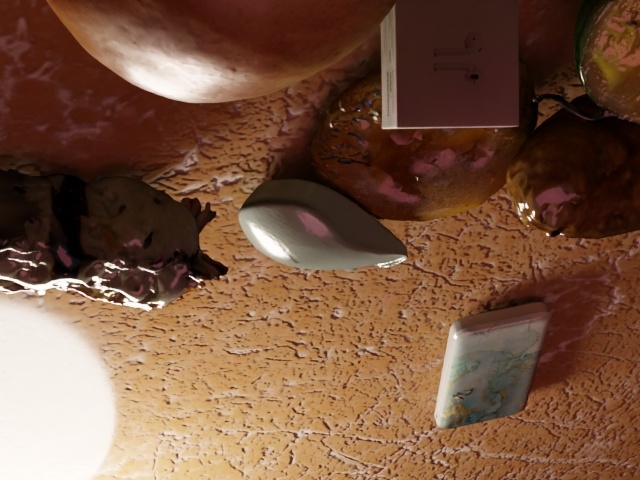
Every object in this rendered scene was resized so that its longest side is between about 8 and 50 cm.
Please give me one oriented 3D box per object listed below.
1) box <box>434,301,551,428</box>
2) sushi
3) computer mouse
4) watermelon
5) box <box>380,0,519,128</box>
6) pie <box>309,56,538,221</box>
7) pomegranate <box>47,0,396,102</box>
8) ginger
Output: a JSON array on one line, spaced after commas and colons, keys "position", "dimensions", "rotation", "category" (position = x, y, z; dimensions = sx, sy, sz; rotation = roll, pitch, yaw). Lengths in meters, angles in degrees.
[{"position": [0.241, 0.182, 1.983], "dimensions": [0.142, 0.044, 0.285], "rotation": [-13, 146, -10], "category": "box"}, {"position": [-0.267, -0.005, 1.468], "dimensions": [0.332, 0.124, 0.130], "rotation": [9, 146, -27], "category": "sushi"}, {"position": [0.000, 0.000, 1.586], "dimensions": [0.128, 0.079, 0.231], "rotation": [-3, 158, 38], "category": "computer mouse"}, {"position": [0.341, -0.220, 1.384], "dimensions": [0.204, 0.127, 0.232], "rotation": [13, 132, -29], "category": "watermelon"}, {"position": [0.127, -0.176, 1.374], "dimensions": [0.129, 0.130, 0.051], "rotation": [-2, -175, -16], "category": "box"}, {"position": [0.112, -0.112, 1.509], "dimensions": [0.273, 0.069, 0.273], "rotation": [-8, 140, -7], "category": "pie"}, {"position": [-0.067, -0.252, 1.067], "dimensions": [0.319, 0.319, 0.319], "rotation": [-10, 145, -7], "category": "pomegranate"}, {"position": [0.321, -0.085, 1.509], "dimensions": [0.321, 0.165, 0.172], "rotation": [-26, 176, -25], "category": "ginger"}]
